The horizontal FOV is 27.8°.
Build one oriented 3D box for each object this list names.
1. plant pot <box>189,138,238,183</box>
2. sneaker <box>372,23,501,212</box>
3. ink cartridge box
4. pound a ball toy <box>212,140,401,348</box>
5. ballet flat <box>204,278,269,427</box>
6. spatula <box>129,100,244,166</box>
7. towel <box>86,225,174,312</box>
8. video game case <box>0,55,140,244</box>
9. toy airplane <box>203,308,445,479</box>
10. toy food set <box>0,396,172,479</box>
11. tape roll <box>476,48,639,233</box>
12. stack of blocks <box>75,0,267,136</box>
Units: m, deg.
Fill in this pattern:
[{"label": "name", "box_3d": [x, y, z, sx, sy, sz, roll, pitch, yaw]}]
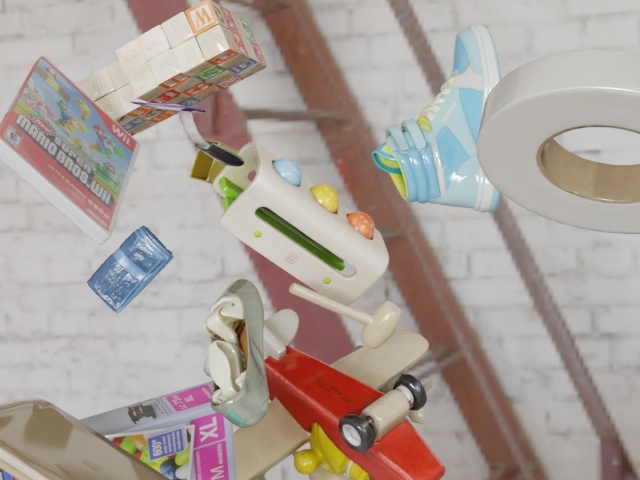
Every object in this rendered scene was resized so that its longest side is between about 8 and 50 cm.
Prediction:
[{"label": "plant pot", "box_3d": [-0.189, -0.143, 2.491, 0.083, 0.081, 0.081, 18, 0, -32]}, {"label": "sneaker", "box_3d": [0.187, -0.204, 2.107, 0.208, 0.319, 0.127, 0, -15, -1]}, {"label": "ink cartridge box", "box_3d": [-0.249, 0.293, 1.518, 0.311, 0.186, 0.065, -13, 27, -21]}, {"label": "pound a ball toy", "box_3d": [0.000, 0.000, 1.998, 0.319, 0.136, 0.208, 35, 19, -27]}, {"label": "ballet flat", "box_3d": [-0.101, 0.115, 1.481, 0.072, 0.213, 0.068, -35, -48, 24]}, {"label": "spatula", "box_3d": [-0.166, -0.145, 1.742, 0.084, 0.030, 0.296, 7, -13, 19]}, {"label": "towel", "box_3d": [-0.267, 0.040, 1.808, 0.119, 0.067, 0.029, -45, 2, 10]}, {"label": "video game case", "box_3d": [-0.355, -0.134, 1.837, 0.025, 0.204, 0.285, -38, 22, 21]}, {"label": "toy airplane", "box_3d": [-0.007, 0.286, 2.047, 0.386, 0.272, 0.384, -4, 34, 2]}, {"label": "toy food set", "box_3d": [-0.250, 0.264, 1.299, 0.306, 0.092, 0.220, 31, 3, 10]}, {"label": "tape roll", "box_3d": [0.423, -0.134, 1.876, 0.392, 0.072, 0.392, 11, -28, 6]}, {"label": "stack of blocks", "box_3d": [-0.255, -0.261, 2.057, 0.297, 0.087, 0.171, -26, -9, 15]}]
